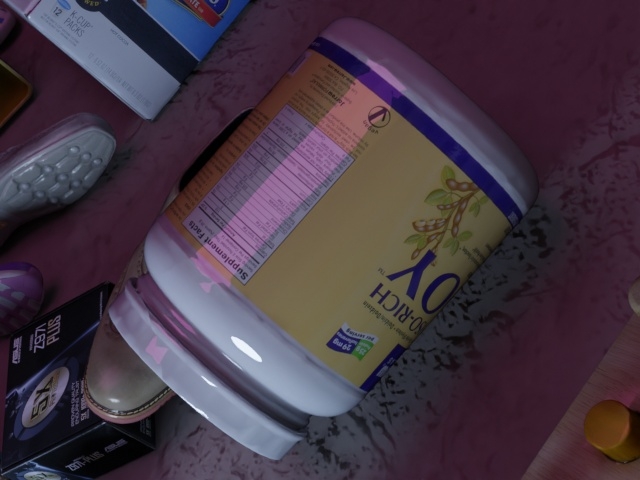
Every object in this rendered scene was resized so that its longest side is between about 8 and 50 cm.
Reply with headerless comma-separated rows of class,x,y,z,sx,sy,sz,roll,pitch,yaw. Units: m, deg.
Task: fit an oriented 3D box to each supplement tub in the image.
supplement tub,0.000,0.000,1.052,0.331,0.241,0.241,-49,42,1

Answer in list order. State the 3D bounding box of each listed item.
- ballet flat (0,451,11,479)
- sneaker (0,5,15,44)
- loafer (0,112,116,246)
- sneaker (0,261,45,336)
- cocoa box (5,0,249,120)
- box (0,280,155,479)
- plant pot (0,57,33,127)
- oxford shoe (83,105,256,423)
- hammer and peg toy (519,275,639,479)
ballet flat,-0.536,0.284,1.341,0.483,0.164,0.182,2,37,39
sneaker,-0.581,-0.356,1.882,0.240,0.126,0.091,10,68,44
loafer,-0.392,-0.076,1.533,0.319,0.112,0.111,-31,54,20
sneaker,-0.436,0.076,1.481,0.236,0.095,0.104,-29,38,23
cocoa box,-0.291,-0.357,1.559,0.228,0.231,0.347,-50,42,-1
box,-0.254,0.156,1.275,0.147,0.077,0.180,-27,47,23
plant pot,-0.573,-0.234,1.745,0.212,0.212,0.187,-46,29,4
oxford shoe,-0.141,0.013,1.199,0.123,0.130,0.348,20,65,13
hammer and peg toy,0.288,0.190,0.756,0.266,0.127,0.361,-54,42,-5
